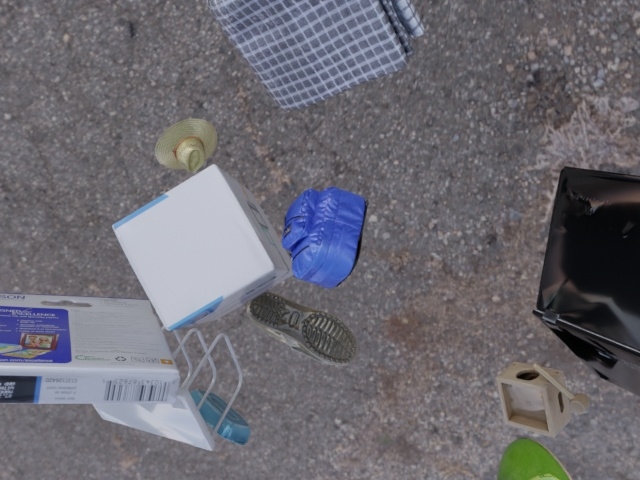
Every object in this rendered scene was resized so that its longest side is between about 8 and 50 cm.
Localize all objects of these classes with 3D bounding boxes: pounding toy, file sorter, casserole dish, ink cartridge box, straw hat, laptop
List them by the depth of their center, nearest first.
[{"bbox_3d":[0.296,0.412,0.849,0.110,0.237,0.183,-14,144,-14],"label":"pounding toy"},{"bbox_3d":[-0.405,0.165,0.957,0.304,0.307,0.072,6,99,-25],"label":"ink cartridge box"},{"bbox_3d":[0.579,0.114,0.979,0.408,0.236,0.382,40,173,-29],"label":"laptop"},{"bbox_3d":[-0.187,0.020,1.054,0.198,0.270,0.197,-31,83,2],"label":"ink cartridge box"},{"bbox_3d":[-0.330,0.279,1.233,0.278,0.173,0.192,7,134,21],"label":"file sorter"},{"bbox_3d":[-0.272,-0.180,1.251,0.144,0.061,0.144,-21,149,-13],"label":"straw hat"},{"bbox_3d":[0.512,0.336,1.340,0.206,0.094,0.181,1,111,50],"label":"pounding toy"},{"bbox_3d":[-0.229,0.393,1.353,0.188,0.037,0.114,29,174,37],"label":"casserole dish"}]

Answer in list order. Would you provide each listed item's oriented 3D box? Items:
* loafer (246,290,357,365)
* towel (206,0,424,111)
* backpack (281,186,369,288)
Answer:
[{"bbox_3d":[-0.042,0.195,1.328,0.268,0.102,0.092,30,161,-6],"label":"loafer"},{"bbox_3d":[-0.011,-0.342,0.931,0.284,0.121,0.235,-10,131,38],"label":"towel"},{"bbox_3d":[0.000,0.000,0.804,0.101,0.120,0.098,15,152,-15],"label":"backpack"}]
